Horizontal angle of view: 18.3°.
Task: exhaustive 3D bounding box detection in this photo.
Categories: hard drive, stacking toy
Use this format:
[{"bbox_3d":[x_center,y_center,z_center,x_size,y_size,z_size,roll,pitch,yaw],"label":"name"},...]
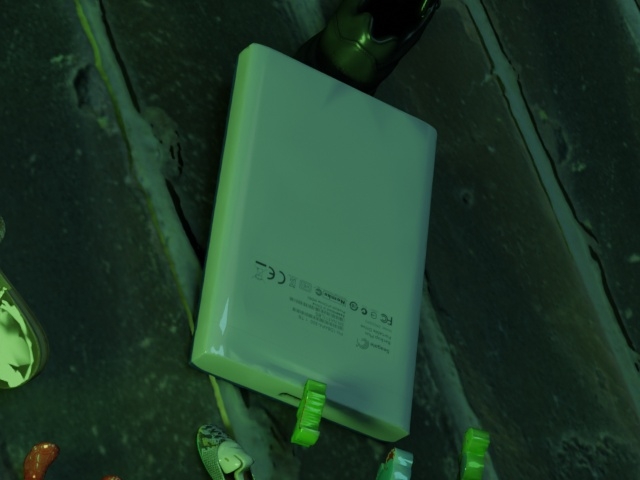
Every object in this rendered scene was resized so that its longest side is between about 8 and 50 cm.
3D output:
[{"bbox_3d":[0.000,0.000,1.770,0.210,0.040,0.319,24,55,-25],"label":"hard drive"},{"bbox_3d":[0.052,0.231,1.623,0.167,0.052,0.221,17,61,-13],"label":"stacking toy"}]

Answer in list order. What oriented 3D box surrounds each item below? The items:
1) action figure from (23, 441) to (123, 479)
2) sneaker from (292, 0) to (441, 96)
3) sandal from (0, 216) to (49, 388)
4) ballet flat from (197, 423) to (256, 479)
[{"bbox_3d":[-0.193,0.263,1.396,0.091,0.139,0.280,29,50,-19],"label":"action figure"},{"bbox_3d":[0.075,-0.235,1.944,0.109,0.130,0.286,36,44,-12],"label":"sneaker"},{"bbox_3d":[-0.282,0.003,1.554,0.240,0.088,0.079,60,13,0],"label":"sandal"},{"bbox_3d":[-0.063,0.195,1.610,0.041,0.041,0.114,-9,68,-42],"label":"ballet flat"}]
